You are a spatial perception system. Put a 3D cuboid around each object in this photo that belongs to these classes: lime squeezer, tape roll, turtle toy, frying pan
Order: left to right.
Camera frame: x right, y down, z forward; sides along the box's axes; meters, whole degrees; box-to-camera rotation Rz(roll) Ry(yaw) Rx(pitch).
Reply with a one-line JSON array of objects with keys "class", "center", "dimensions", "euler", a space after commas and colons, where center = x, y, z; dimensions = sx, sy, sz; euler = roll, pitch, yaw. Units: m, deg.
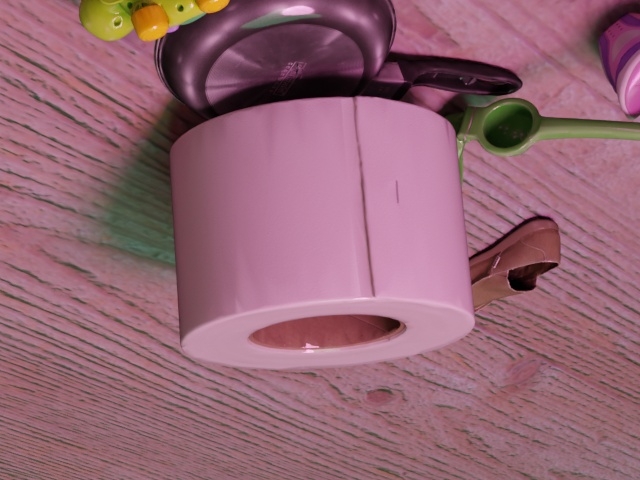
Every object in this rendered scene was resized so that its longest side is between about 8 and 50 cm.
[{"class": "turtle toy", "center": [-0.119, -0.187, 1.272], "dimensions": [0.130, 0.095, 0.066], "euler": [-24, 168, 12]}, {"class": "tape roll", "center": [0.000, 0.000, 1.462], "dimensions": [0.246, 0.169, 0.246], "euler": [-4, 163, -1]}, {"class": "frying pan", "center": [0.008, -0.127, 1.453], "dimensions": [0.197, 0.053, 0.326], "euler": [-32, 142, 26]}, {"class": "lime squeezer", "center": [0.161, -0.075, 1.530], "dimensions": [0.110, 0.059, 0.310], "euler": [45, 148, -15]}]

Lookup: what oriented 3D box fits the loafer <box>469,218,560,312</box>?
[{"class": "loafer", "center": [0.184, 0.034, 1.767], "dimensions": [0.056, 0.050, 0.148], "euler": [13, 138, -37]}]

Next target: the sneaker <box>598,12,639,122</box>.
[{"class": "sneaker", "center": [0.318, -0.123, 1.533], "dimensions": [0.095, 0.104, 0.236], "euler": [-45, 132, 11]}]
